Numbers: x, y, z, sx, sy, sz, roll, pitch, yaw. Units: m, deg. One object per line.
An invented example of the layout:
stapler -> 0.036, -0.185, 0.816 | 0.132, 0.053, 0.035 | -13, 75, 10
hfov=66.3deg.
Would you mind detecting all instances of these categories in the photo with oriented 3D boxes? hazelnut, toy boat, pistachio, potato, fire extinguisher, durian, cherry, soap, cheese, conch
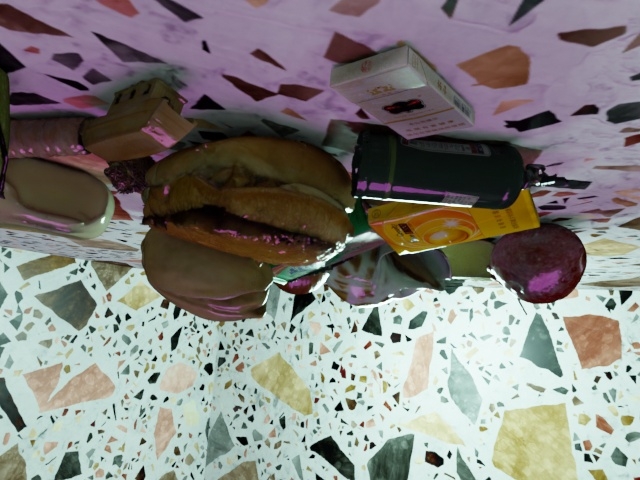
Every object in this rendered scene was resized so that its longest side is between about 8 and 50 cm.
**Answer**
hazelnut -> -0.066, 0.055, 1.353 | 0.209, 0.187, 0.210 | 19, 179, 0
toy boat -> -0.221, -0.141, 0.577 | 0.200, 0.077, 0.057 | 0, 157, 40
pistachio -> -0.227, 0.052, 0.939 | 0.292, 0.162, 0.181 | 19, -143, 19
potato -> 0.451, 0.063, 1.419 | 0.269, 0.112, 0.255 | 2, 174, 27
fire extinguisher -> 0.192, -0.093, 0.668 | 0.293, 0.093, 0.118 | 4, -174, -4
durian -> -0.298, -0.114, 0.777 | 0.080, 0.080, 0.091 | 2, -160, 11
cherry -> 0.501, 0.049, 1.109 | 0.175, 0.192, 0.250 | -32, 171, -21
soap -> -0.001, -0.002, 1.034 | 0.273, 0.098, 0.218 | -22, 160, 13
cheese -> -0.545, -0.073, 0.952 | 0.233, 0.127, 0.265 | -5, 166, 42
conch -> 0.128, 0.048, 1.205 | 0.367, 0.197, 0.249 | 6, 138, -27

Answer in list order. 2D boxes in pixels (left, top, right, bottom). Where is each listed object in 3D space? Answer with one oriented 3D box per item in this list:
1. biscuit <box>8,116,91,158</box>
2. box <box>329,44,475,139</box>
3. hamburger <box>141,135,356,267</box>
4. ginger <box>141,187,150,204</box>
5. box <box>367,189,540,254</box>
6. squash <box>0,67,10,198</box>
biscuit -> -0.410, -0.142, 0.691 | 0.218, 0.061, 0.055 | 2, 170, 15
box -> 0.095, -0.153, 0.532 | 0.089, 0.024, 0.166 | -3, 169, 38
hamburger -> -0.108, -0.054, 0.741 | 0.284, 0.175, 0.304 | 9, 169, -43
ginger -> -0.208, -0.066, 0.993 | 0.289, 0.089, 0.137 | 6, -168, -40
box -> 0.237, -0.040, 0.873 | 0.269, 0.044, 0.152 | -14, 149, 27
squash -> -0.430, -0.139, 0.591 | 0.191, 0.184, 0.085 | 4, -150, 14
